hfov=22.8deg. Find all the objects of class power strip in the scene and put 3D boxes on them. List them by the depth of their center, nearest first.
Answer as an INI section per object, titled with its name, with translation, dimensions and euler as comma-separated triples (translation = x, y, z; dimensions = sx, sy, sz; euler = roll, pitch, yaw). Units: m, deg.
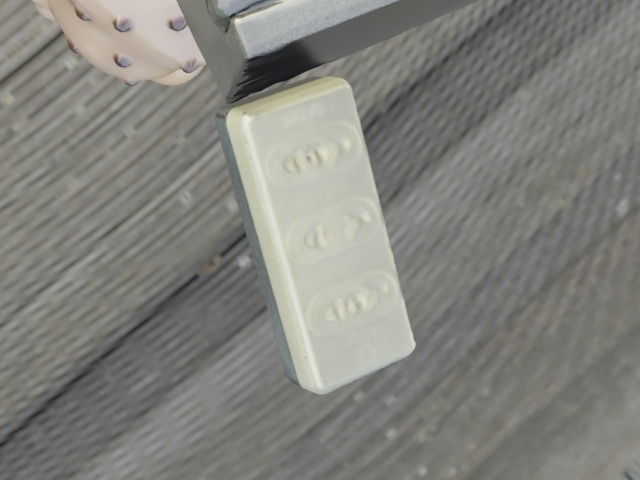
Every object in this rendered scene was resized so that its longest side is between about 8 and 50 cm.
[power strip]
translation = 0.000, 0.000, 1.305
dimensions = 0.105, 0.070, 0.257
euler = -22, 108, -22

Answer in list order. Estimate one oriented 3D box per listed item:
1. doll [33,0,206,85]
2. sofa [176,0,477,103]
[doll]
translation = -0.125, -0.181, 0.784
dimensions = 0.278, 0.154, 0.119
euler = 41, 48, -39
[sofa]
translation = 0.033, -0.091, 0.388
dimensions = 0.147, 0.085, 0.060
euler = -23, 91, -6
